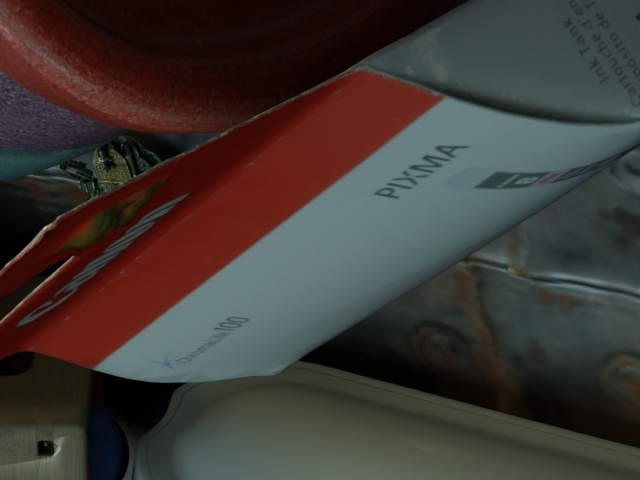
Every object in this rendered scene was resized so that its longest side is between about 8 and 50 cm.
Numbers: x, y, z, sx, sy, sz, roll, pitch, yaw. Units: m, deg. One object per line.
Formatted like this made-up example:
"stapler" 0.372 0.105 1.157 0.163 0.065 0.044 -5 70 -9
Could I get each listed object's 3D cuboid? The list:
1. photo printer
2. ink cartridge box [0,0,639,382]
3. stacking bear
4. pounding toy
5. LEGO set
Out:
"photo printer" 0.071 0.175 0.684 0.308 0.107 0.256 13 137 28
"ink cartridge box" 0.000 0.000 0.454 0.066 0.232 0.189 53 142 0
"stacking bear" -0.127 -0.093 0.529 0.289 0.164 0.175 -6 126 47
"pounding toy" -0.123 0.049 0.706 0.094 0.181 0.206 0 114 -4
"LEGO set" -0.080 -0.034 0.659 0.083 0.023 0.054 53 139 0
